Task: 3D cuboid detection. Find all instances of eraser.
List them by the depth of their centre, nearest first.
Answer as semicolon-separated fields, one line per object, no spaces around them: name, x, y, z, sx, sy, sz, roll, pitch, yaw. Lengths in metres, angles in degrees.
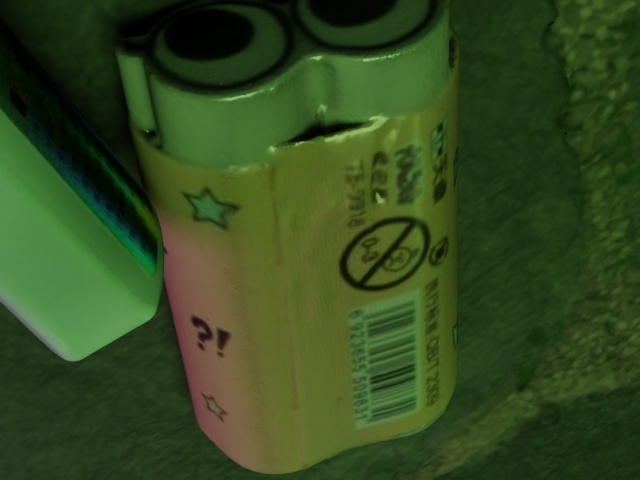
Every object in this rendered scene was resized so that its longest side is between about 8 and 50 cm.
eraser;0.000;0.000;0.736;0.171;0.087;0.290;-18;137;-11

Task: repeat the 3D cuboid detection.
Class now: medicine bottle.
medicine bottle;-0.157;-0.053;0.589;0.083;0.121;0.229;-29;136;6
